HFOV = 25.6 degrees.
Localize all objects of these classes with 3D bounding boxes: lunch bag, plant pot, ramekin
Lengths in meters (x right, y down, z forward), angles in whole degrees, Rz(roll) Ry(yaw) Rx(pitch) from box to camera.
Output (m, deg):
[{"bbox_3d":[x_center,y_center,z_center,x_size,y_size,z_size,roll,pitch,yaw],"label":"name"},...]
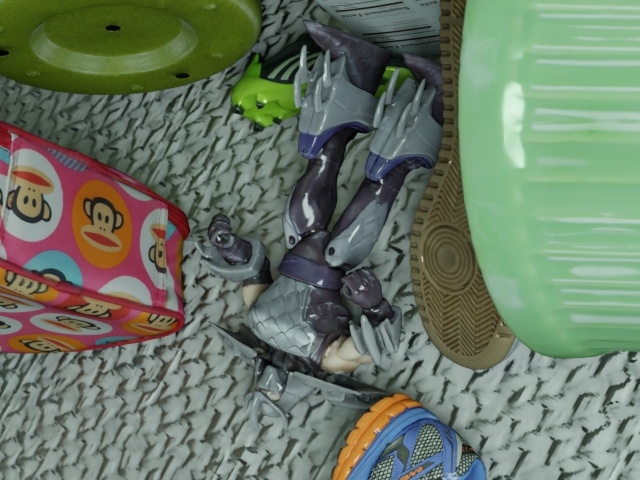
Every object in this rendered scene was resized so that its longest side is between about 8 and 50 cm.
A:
[{"bbox_3d":[-0.270,0.010,1.074,0.258,0.293,0.120,-13,65,32],"label":"lunch bag"},{"bbox_3d":[-0.176,-0.321,1.161,0.366,0.366,0.353,-16,71,32],"label":"plant pot"},{"bbox_3d":[0.206,-0.080,0.748,0.148,0.303,0.303,5,71,32],"label":"ramekin"}]

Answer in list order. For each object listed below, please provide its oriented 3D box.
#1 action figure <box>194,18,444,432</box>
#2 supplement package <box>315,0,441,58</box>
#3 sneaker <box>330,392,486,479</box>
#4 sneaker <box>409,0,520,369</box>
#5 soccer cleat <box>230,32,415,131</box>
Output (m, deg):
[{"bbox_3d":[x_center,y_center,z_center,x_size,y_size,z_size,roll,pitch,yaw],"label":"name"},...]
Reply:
[{"bbox_3d":[0.000,0.000,0.988,0.185,0.099,0.285,21,92,31],"label":"action figure"},{"bbox_3d":[0.070,-0.264,1.004,0.149,0.203,0.194,-3,67,36],"label":"supplement package"},{"bbox_3d":[0.032,0.208,0.883,0.087,0.083,0.221,20,85,34],"label":"sneaker"},{"bbox_3d":[0.146,-0.060,0.928,0.099,0.153,0.282,16,109,38],"label":"sneaker"},{"bbox_3d":[0.005,-0.130,1.088,0.179,0.060,0.072,-3,56,38],"label":"soccer cleat"}]
